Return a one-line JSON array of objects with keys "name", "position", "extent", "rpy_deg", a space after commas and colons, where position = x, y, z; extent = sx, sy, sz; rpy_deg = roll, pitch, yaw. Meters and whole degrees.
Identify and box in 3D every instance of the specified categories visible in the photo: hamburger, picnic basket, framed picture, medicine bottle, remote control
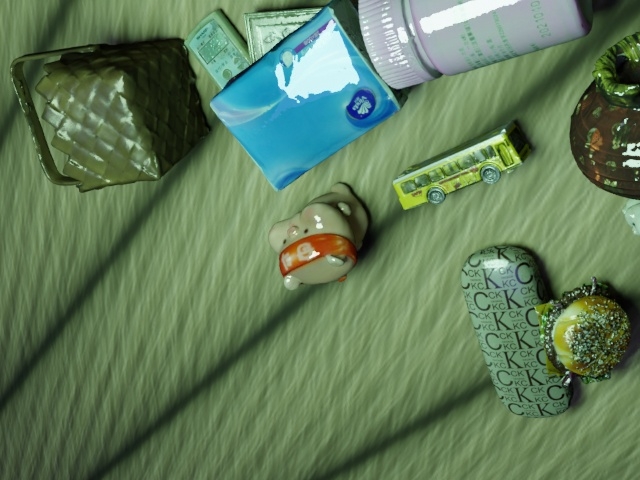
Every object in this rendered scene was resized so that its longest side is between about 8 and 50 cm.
[{"name": "hamburger", "position": [0.448, 0.161, 1.180], "extent": [0.164, 0.093, 0.189], "rpy_deg": [-28, 110, -7]}, {"name": "picnic basket", "position": [-0.403, -0.230, 1.300], "extent": [0.321, 0.291, 0.254], "rpy_deg": [-2, 117, 18]}, {"name": "framed picture", "position": [-0.013, -0.310, 1.208], "extent": [0.232, 0.010, 0.173], "rpy_deg": [0, 117, 16]}, {"name": "medicine bottle", "position": [0.217, -0.333, 0.998], "extent": [0.291, 0.178, 0.178], "rpy_deg": [-11, 112, 32]}, {"name": "remote control", "position": [-0.147, -0.301, 1.289], "extent": [0.098, 0.038, 0.233], "rpy_deg": [-32, 99, 35]}]

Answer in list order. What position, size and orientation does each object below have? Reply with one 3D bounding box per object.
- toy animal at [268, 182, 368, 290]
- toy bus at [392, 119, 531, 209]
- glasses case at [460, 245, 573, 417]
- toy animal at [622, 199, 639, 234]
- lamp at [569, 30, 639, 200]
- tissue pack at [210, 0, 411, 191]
[{"name": "toy animal", "position": [0.000, 0.000, 1.287], "extent": [0.171, 0.197, 0.171], "rpy_deg": [10, 123, 16]}, {"name": "toy bus", "position": [0.234, -0.120, 1.179], "extent": [0.226, 0.081, 0.074], "rpy_deg": [-22, 101, 38]}, {"name": "glasses case", "position": [0.358, 0.171, 1.276], "extent": [0.137, 0.085, 0.354], "rpy_deg": [-11, 113, 31]}, {"name": "toy animal", "position": [0.501, -0.033, 1.062], "extent": [0.085, 0.124, 0.071], "rpy_deg": [-30, 97, 35]}, {"name": "lamp", "position": [0.454, -0.164, 0.942], "extent": [0.247, 0.247, 0.246], "rpy_deg": [12, 122, 20]}, {"name": "tissue pack", "position": [-0.016, -0.238, 1.154], "extent": [0.263, 0.146, 0.198], "rpy_deg": [-31, 106, 27]}]
